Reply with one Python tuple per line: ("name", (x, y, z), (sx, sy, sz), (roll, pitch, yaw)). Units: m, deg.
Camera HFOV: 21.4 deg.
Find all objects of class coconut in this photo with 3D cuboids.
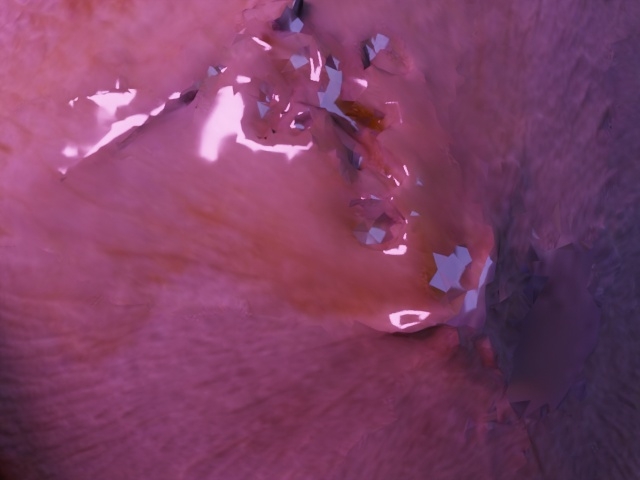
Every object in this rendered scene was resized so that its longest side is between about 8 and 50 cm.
("coconut", (0.000, 0.000, 0.686), (0.346, 0.360, 0.346), (-1, 93, -24))
